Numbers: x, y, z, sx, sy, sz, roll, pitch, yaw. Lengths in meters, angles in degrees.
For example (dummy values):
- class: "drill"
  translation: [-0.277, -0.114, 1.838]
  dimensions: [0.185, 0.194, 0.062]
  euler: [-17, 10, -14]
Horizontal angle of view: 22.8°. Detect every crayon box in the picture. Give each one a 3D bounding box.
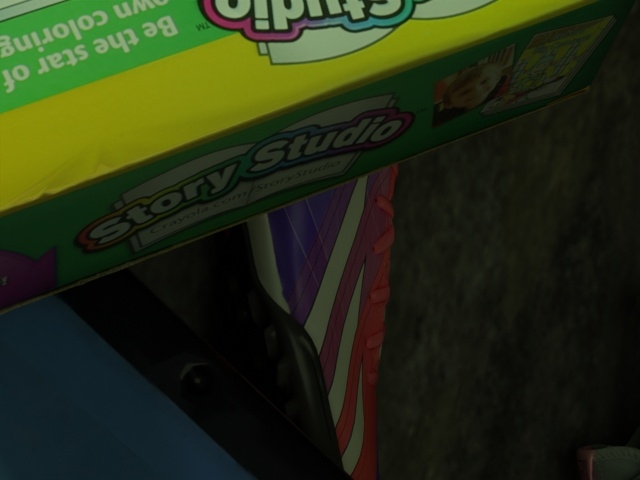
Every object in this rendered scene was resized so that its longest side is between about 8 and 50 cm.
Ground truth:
- class: "crayon box"
  translation: [-0.092, -0.157, 0.692]
  dimensions: [0.363, 0.106, 0.313]
  euler: [-21, 72, -18]

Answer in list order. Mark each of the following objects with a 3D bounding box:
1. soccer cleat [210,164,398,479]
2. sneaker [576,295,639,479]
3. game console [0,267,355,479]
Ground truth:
- class: "soccer cleat"
  translation: [0.000, 0.000, 0.801]
  dimensions: [0.116, 0.108, 0.318]
  euler: [-15, 94, -22]
- class: "sneaker"
  translation: [0.190, 0.178, 0.889]
  dimensions: [0.131, 0.112, 0.319]
  euler: [20, 82, -3]
- class: "game console"
  translation: [-0.160, 0.176, 0.694]
  dimensions: [0.386, 0.060, 0.342]
  euler: [42, 75, 8]
